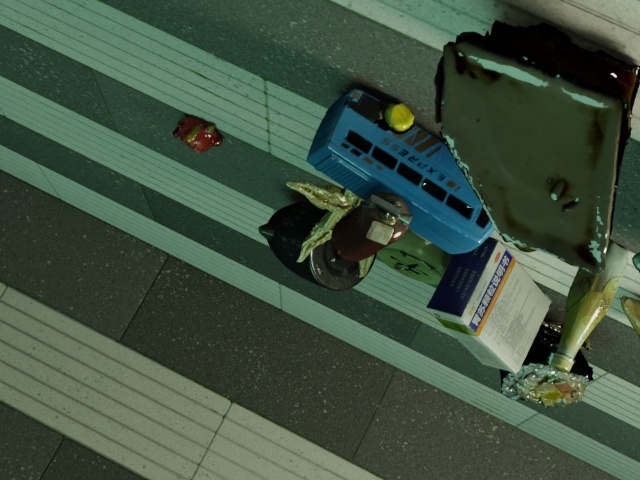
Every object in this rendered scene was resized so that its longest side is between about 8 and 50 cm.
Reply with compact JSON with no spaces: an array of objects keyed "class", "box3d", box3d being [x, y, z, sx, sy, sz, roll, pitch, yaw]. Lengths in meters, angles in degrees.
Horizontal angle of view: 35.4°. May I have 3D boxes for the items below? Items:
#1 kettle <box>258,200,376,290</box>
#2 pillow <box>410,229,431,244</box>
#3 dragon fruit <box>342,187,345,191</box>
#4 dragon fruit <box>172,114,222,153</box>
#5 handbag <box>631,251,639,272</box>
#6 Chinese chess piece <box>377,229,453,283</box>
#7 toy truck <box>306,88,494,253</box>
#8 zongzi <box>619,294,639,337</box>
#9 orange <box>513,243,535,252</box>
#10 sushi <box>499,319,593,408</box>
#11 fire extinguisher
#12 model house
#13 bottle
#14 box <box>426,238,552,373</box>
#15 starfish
[{"class":"kettle","box3d":[0.000,0.000,2.536,0.268,0.207,0.290,5,-174,-37]},{"class":"pillow","box3d":[0.225,-0.064,2.109,0.134,0.078,0.181,-20,134,41]},{"class":"dragon fruit","box3d":[0.074,-0.106,2.289,0.083,0.060,0.056,-19,133,27]},{"class":"dragon fruit","box3d":[-0.303,-0.250,2.447,0.126,0.068,0.112,20,163,29]},{"class":"handbag","box3d":[0.670,0.058,1.646,0.238,0.089,0.326,42,167,0]},{"class":"Chinese chess piece","box3d":[0.229,0.037,2.431,0.188,0.083,0.188,23,163,7]},{"class":"toy truck","box3d":[0.170,-0.125,1.886,0.385,0.162,0.161,32,162,-13]},{"class":"zongzi","box3d":[0.723,0.182,2.060,0.194,0.099,0.197,6,146,52]},{"class":"orange","box3d":[0.414,-0.010,2.021,0.086,0.062,0.086,23,162,8]},{"class":"sushi","box3d":[0.552,0.278,2.462,0.238,0.219,0.225,36,133,-15]},{"class":"fire extinguisher","box3d":[0.093,-0.030,1.834,0.104,0.105,0.269,30,164,-7]},{"class":"model house","box3d":[0.306,-0.155,1.440,0.317,0.297,0.282,21,-153,7]},{"class":"bottle","box3d":[0.506,0.126,1.911,0.083,0.270,0.083,25,162,9]},{"class":"box","box3d":[0.390,0.149,2.296,0.106,0.200,0.299,13,158,45]},{"class":"starfish","box3d":[0.055,-0.061,2.235,0.358,0.078,0.347,-28,132,31]}]
